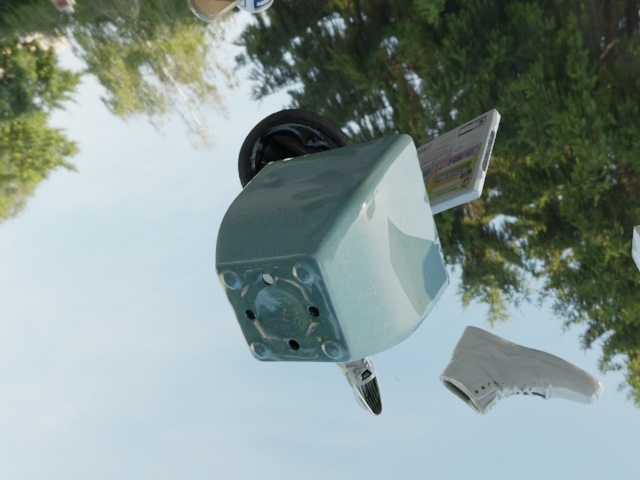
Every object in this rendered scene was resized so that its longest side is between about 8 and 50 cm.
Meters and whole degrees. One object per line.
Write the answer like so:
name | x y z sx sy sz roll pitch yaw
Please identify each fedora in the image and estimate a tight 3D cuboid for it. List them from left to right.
fedora | -0.049 -0.182 1.370 0.334 0.334 0.152 -26 -169 6

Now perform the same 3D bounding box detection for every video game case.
video game case | 0.203 -0.117 0.901 0.212 0.023 0.193 -22 -145 49

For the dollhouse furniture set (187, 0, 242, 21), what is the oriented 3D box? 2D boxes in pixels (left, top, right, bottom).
dollhouse furniture set | -0.204 -0.532 0.706 0.362 0.394 0.256 -9 -143 55

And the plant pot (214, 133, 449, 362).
plant pot | 0.003 0.029 0.695 0.248 0.247 0.252 -7 -158 29

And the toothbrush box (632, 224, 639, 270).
toothbrush box | 0.804 0.043 1.002 0.296 0.126 0.216 -17 -129 18

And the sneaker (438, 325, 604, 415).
sneaker | 0.388 0.298 1.039 0.293 0.108 0.169 17 -126 39

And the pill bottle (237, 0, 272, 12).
pill bottle | -0.141 -0.557 1.052 0.094 0.094 0.169 -40 172 -13

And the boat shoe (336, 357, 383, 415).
boat shoe | 0.094 0.294 1.165 0.083 0.226 0.076 -32 -159 -14
